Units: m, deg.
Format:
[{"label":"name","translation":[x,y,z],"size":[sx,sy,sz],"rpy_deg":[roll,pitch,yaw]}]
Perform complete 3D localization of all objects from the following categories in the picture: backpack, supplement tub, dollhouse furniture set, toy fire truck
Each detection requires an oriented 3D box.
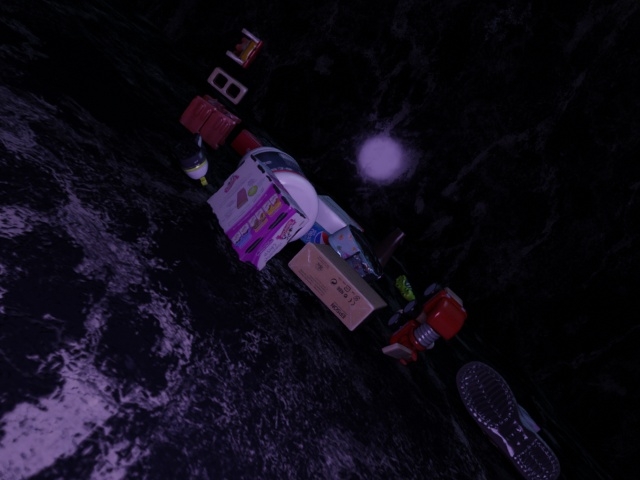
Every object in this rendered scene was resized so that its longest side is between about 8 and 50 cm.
[{"label":"backpack","translation":[0.094,0.050,1.728],"size":[0.188,0.145,0.166],"rpy_deg":[68,15,5]},{"label":"supplement tub","translation":[-0.124,-0.128,1.502],"size":[0.191,0.191,0.272],"rpy_deg":[38,11,-29]},{"label":"dollhouse furniture set","translation":[-0.292,-0.498,1.892],"size":[0.152,0.374,0.201],"rpy_deg":[37,12,-11]},{"label":"toy fire truck","translation":[0.263,0.240,1.494],"size":[0.158,0.217,0.246],"rpy_deg":[42,24,-9]}]

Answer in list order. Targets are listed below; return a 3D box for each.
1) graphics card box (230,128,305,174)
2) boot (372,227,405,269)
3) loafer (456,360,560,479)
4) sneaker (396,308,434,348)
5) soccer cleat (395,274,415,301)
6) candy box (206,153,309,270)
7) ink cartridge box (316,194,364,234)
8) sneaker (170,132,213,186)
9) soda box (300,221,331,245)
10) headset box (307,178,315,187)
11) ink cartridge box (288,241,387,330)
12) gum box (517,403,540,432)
[{"label":"graphics card box","translation":[-0.205,-0.327,2.325],"size":[0.233,0.094,0.371],"rpy_deg":[44,11,4]},{"label":"boot","translation":[0.256,0.040,2.274],"size":[0.090,0.207,0.248],"rpy_deg":[42,10,-7]},{"label":"loafer","translation":[0.495,0.507,1.564],"size":[0.365,0.134,0.130],"rpy_deg":[60,-7,29]},{"label":"sneaker","translation":[0.293,0.295,1.826],"size":[0.161,0.057,0.075],"rpy_deg":[47,27,11]},{"label":"soccer cleat","translation":[0.370,0.213,2.469],"size":[0.072,0.060,0.179],"rpy_deg":[50,13,-23]},{"label":"candy box","translation":[-0.144,-0.067,1.259],"size":[0.071,0.159,0.233],"rpy_deg":[36,13,-46]},{"label":"ink cartridge box","translation":[0.039,-0.057,2.075],"size":[0.207,0.117,0.283],"rpy_deg":[44,9,4]},{"label":"sneaker","translation":[-0.318,-0.195,1.426],"size":[0.234,0.084,0.097],"rpy_deg":[-118,-177,-60]},{"label":"soda box","translation":[0.000,0.000,1.829],"size":[0.210,0.067,0.071],"rpy_deg":[39,10,-19]},{"label":"headset box","translation":[-0.067,-0.172,1.745],"size":[0.083,0.062,0.032],"rpy_deg":[38,11,-24]},{"label":"ink cartridge box","translation":[0.049,0.115,1.468],"size":[0.234,0.088,0.193],"rpy_deg":[45,8,15]},{"label":"gum box","translation":[0.662,0.596,1.960],"size":[0.188,0.062,0.107],"rpy_deg":[40,10,-20]}]
